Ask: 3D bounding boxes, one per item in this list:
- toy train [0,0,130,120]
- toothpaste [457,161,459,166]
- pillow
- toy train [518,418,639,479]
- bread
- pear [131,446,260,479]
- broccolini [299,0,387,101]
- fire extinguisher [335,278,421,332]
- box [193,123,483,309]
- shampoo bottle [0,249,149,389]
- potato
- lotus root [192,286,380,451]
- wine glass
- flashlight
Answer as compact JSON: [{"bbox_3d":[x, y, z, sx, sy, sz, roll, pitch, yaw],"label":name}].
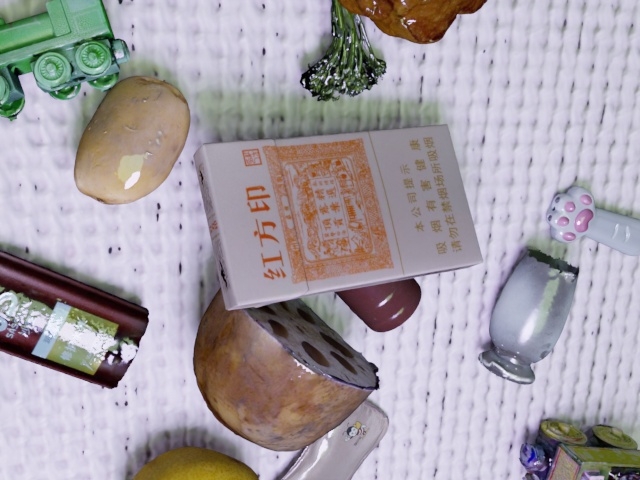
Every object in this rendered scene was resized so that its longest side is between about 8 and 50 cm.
[{"bbox_3d":[-0.357,-0.214,0.973,0.251,0.085,0.119,-18,87,-6],"label":"toy train"},{"bbox_3d":[0.121,-0.083,1.190,0.164,0.046,0.034,-24,115,-9],"label":"toothpaste"},{"bbox_3d":[0.016,0.355,1.311,0.130,0.038,0.233,33,94,-27],"label":"pillow"},{"bbox_3d":[0.469,0.400,1.394,0.260,0.177,0.134,8,105,-21],"label":"toy train"},{"bbox_3d":[0.125,-0.365,1.025,0.232,0.135,0.247,33,82,-36],"label":"bread"},{"bbox_3d":[-0.176,0.398,1.176,0.208,0.209,0.209,-6,110,-16],"label":"pear"},{"bbox_3d":[-0.015,-0.293,1.067,0.123,0.062,0.271,-44,122,-16],"label":"broccolini"},{"bbox_3d":[0.000,0.000,1.136,0.344,0.102,0.138,46,48,-26],"label":"fire extinguisher"},{"bbox_3d":[0.032,-0.039,1.060,0.365,0.051,0.205,-8,80,-27],"label":"box"},{"bbox_3d":[-0.394,0.086,1.065,0.323,0.084,0.129,27,96,-23],"label":"shampoo bottle"},{"bbox_3d":[-0.235,-0.125,1.030,0.178,0.118,0.109,-61,150,-6],"label":"potato"},{"bbox_3d":[-0.068,0.174,1.116,0.272,0.272,0.192,34,107,-24],"label":"lotus root"},{"bbox_3d":[0.329,0.121,1.290,0.111,0.111,0.204,15,105,-22],"label":"wine glass"},{"bbox_3d":[0.455,-0.022,1.316,0.200,0.047,0.093,17,102,-21],"label":"flashlight"}]
